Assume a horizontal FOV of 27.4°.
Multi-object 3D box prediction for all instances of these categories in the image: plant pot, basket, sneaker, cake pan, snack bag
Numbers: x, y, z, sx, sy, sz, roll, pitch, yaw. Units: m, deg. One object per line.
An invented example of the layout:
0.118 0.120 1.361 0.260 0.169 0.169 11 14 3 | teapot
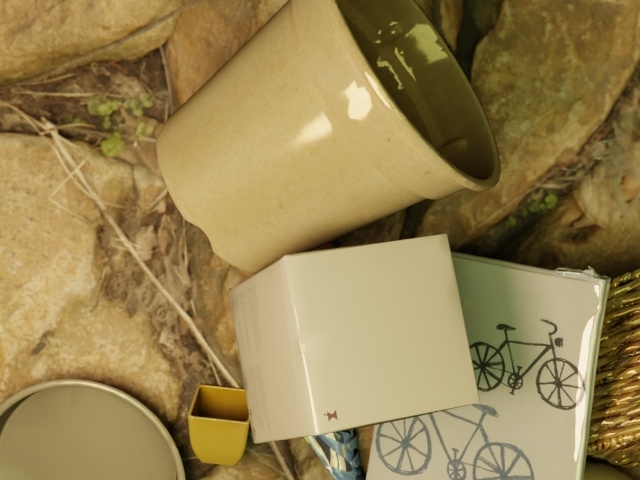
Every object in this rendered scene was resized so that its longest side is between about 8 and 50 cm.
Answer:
-0.130 0.249 1.733 0.081 0.081 0.083 6 116 3 | plant pot
0.455 0.146 1.620 0.299 0.223 0.213 -19 67 23 | basket
0.029 0.277 1.738 0.059 0.053 0.144 -34 100 9 | sneaker
-0.323 0.318 1.775 0.293 0.054 0.293 1 104 4 | cake pan
0.196 0.179 1.616 0.323 0.037 0.342 11 98 41 | snack bag
-0.009 -0.125 1.528 0.305 0.334 0.334 -33 99 23 | plant pot

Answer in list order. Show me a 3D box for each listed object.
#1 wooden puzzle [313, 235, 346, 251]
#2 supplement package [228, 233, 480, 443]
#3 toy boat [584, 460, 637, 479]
0.000 0.000 1.695 0.049 0.006 0.083 33 104 -4 | wooden puzzle
0.030 0.121 1.539 0.198 0.263 0.199 -8 82 -19 | supplement package
0.301 0.422 1.718 0.318 0.148 0.267 -27 107 3 | toy boat
